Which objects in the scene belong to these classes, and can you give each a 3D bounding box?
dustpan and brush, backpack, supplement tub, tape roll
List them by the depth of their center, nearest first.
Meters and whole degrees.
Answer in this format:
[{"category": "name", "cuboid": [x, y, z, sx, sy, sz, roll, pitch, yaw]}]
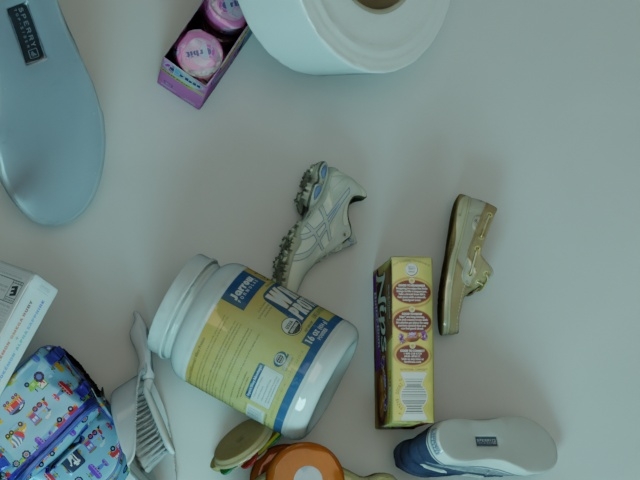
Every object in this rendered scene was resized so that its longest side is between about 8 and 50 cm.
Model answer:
[{"category": "backpack", "cuboid": [-0.289, 0.218, 1.811, 0.158, 0.117, 0.173, -39, 91, -13]}, {"category": "supplement tub", "cuboid": [-0.074, 0.114, 1.839, 0.199, 0.144, 0.144, 28, 76, 9]}, {"category": "dustpan and brush", "cuboid": [-0.194, 0.174, 1.844, 0.060, 0.147, 0.211, -24, 61, 1]}, {"category": "tape roll", "cuboid": [0.028, -0.327, 1.890, 0.286, 0.100, 0.286, -4, 96, -46]}]

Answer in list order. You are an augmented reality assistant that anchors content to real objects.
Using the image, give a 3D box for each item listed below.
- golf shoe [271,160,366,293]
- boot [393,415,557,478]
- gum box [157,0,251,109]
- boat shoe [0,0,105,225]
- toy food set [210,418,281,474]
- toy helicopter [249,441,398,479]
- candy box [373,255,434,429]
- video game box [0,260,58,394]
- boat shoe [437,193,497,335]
[{"category": "golf shoe", "cuboid": [0.000, 0.000, 1.924, 0.086, 0.069, 0.176, 22, 78, -11]}, {"category": "boot", "cuboid": [0.177, 0.239, 1.912, 0.190, 0.086, 0.069, 13, 63, -35]}, {"category": "gum box", "cuboid": [-0.109, -0.253, 1.928, 0.062, 0.107, 0.188, 33, 76, -2]}, {"category": "boat shoe", "cuboid": [-0.347, -0.201, 1.872, 0.135, 0.156, 0.367, -22, 113, -17]}, {"category": "toy food set", "cuboid": [-0.085, 0.228, 1.861, 0.083, 0.082, 0.020, -42, 111, -20]}, {"category": "toy helicopter", "cuboid": [0.058, 0.374, 1.831, 0.355, 0.140, 0.235, 21, 78, -9]}, {"category": "candy box", "cuboid": [0.094, 0.117, 1.893, 0.053, 0.109, 0.187, 0, 80, -9]}, {"category": "video game box", "cuboid": [-0.397, 0.102, 1.785, 0.048, 0.205, 0.187, 44, 69, -46]}, {"category": "boat shoe", "cuboid": [0.173, 0.031, 1.945, 0.059, 0.063, 0.170, 11, 78, -1]}]
